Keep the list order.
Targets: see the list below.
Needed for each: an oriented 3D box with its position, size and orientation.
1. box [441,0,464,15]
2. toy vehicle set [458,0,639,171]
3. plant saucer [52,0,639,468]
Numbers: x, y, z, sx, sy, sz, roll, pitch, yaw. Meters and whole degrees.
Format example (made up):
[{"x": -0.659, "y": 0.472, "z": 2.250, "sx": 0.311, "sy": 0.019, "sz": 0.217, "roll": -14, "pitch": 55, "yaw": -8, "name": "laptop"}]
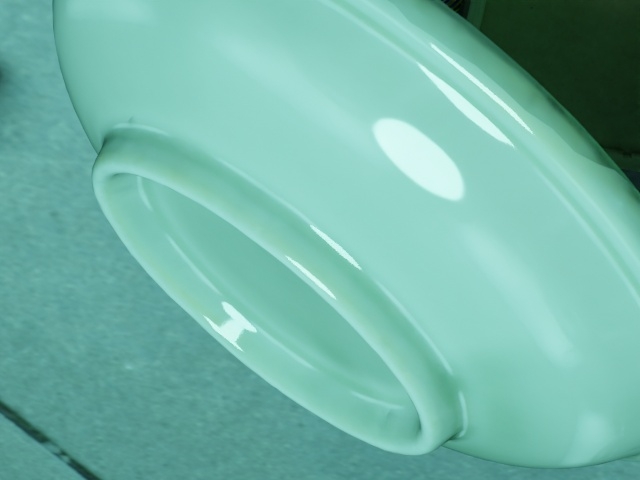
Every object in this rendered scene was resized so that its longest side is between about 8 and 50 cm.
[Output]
[{"x": 0.100, "y": -0.112, "z": 0.897, "sx": 0.169, "sy": 0.054, "sz": 0.059, "roll": 15, "pitch": 142, "yaw": -7, "name": "box"}, {"x": 0.200, "y": -0.106, "z": 0.834, "sx": 0.266, "sy": 0.035, "sz": 0.166, "roll": 10, "pitch": 119, "yaw": -3, "name": "toy vehicle set"}, {"x": 0.000, "y": 0.000, "z": 0.871, "sx": 0.400, "sy": 0.100, "sz": 0.400, "roll": 36, "pitch": 163, "yaw": 13, "name": "plant saucer"}]
